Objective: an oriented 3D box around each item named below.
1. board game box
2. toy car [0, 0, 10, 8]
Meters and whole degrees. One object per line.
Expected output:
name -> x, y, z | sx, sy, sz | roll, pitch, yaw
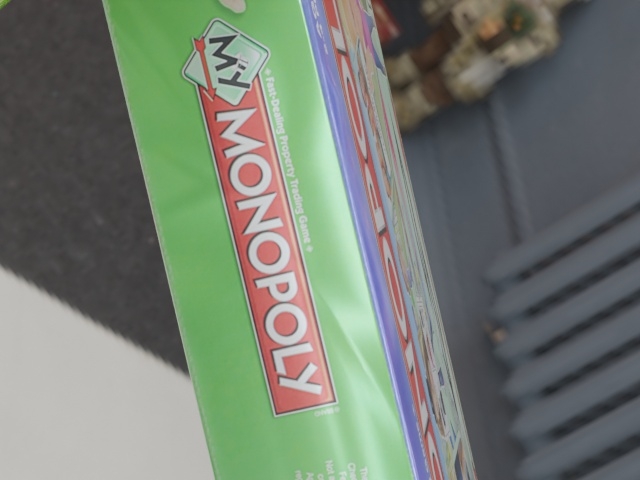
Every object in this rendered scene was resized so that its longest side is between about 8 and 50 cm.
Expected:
board game box -> 0.000, 0.000, 0.447 | 0.213, 0.046, 0.317 | -36, 113, -84
toy car -> -0.076, -0.133, 0.232 | 0.188, 0.155, 0.149 | 48, 24, -13
